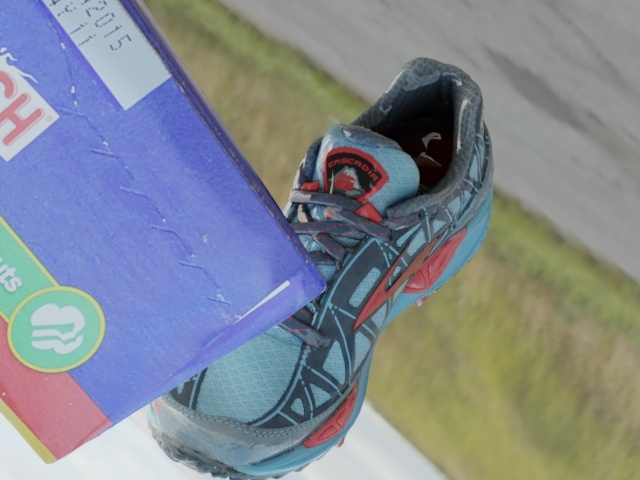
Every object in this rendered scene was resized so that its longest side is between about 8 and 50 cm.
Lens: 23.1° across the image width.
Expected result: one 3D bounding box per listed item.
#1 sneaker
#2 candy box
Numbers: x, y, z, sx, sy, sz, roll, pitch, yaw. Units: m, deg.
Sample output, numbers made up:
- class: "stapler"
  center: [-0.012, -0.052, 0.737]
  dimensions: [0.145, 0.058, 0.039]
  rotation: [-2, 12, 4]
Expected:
- class: "sneaker"
  center: [0.000, 0.000, 0.758]
  dimensions: [0.104, 0.262, 0.125]
  rotation: [24, 138, 18]
- class: "candy box"
  center: [-0.155, -0.107, 0.573]
  dimensions: [0.268, 0.122, 0.317]
  rotation: [56, 176, -30]
